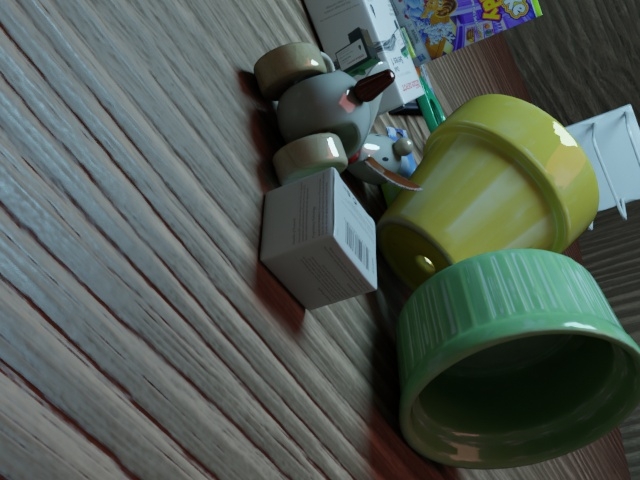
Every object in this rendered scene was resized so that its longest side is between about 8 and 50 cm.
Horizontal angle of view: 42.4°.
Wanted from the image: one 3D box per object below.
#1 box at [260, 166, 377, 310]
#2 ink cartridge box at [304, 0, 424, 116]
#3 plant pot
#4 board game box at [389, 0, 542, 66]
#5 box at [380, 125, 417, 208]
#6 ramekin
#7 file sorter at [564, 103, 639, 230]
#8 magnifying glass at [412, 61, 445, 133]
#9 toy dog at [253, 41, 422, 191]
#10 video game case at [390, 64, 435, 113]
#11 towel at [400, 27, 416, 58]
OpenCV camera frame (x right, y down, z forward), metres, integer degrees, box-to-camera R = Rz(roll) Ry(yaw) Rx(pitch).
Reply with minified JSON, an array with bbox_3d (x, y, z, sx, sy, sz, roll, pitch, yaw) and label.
[{"bbox_3d":[0.000,0.000,0.872,0.101,0.087,0.101,50,29,-41],"label":"box"},{"bbox_3d":[0.070,-0.300,1.268,0.219,0.093,0.160,67,23,-8],"label":"ink cartridge box"},{"bbox_3d":[0.214,-0.036,1.154,0.239,0.254,0.254,-42,118,-22],"label":"plant pot"},{"bbox_3d":[0.196,-0.483,1.350,0.347,0.234,0.078,56,22,-37],"label":"board game box"},{"bbox_3d":[0.129,-0.086,1.298,0.109,0.043,0.178,-9,81,-68],"label":"box"},{"bbox_3d":[0.238,0.149,1.044,0.303,0.304,0.148,50,22,-41],"label":"ramekin"},{"bbox_3d":[0.518,-0.121,1.662,0.192,0.278,0.173,66,24,-12],"label":"file sorter"},{"bbox_3d":[0.185,-0.280,1.524,0.231,0.026,0.092,61,24,-26],"label":"magnifying glass"},{"bbox_3d":[0.053,-0.150,1.018,0.220,0.161,0.334,68,22,-7],"label":"toy dog"},{"bbox_3d":[0.143,-0.359,1.562,0.275,0.035,0.248,-20,91,-68],"label":"video game case"},{"bbox_3d":[0.117,-0.322,1.414,0.009,0.083,0.060,-107,171,-68],"label":"towel"}]
